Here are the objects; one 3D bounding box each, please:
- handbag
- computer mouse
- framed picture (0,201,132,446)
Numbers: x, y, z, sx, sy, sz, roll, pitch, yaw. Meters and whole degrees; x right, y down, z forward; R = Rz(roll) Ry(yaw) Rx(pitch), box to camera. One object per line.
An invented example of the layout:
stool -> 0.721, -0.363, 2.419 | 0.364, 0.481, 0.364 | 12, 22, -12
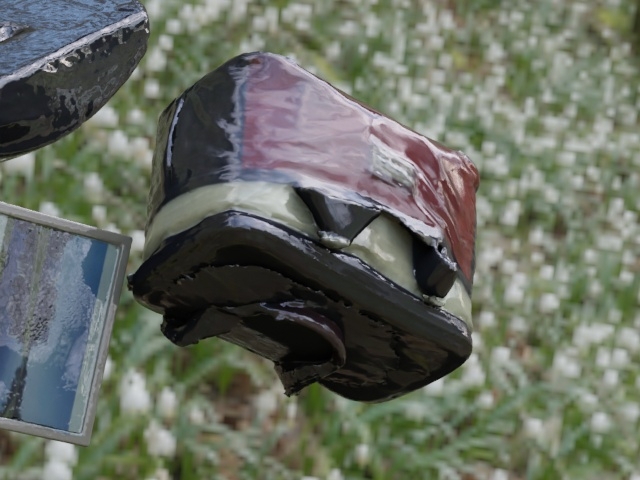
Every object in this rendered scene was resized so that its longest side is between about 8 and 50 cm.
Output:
handbag -> 0.000, 0.000, 1.245 | 0.254, 0.181, 0.181 | 27, -38, -32
computer mouse -> -0.237, -0.113, 1.308 | 0.137, 0.086, 0.269 | 17, 34, 29
framed picture -> -0.191, 0.056, 1.191 | 0.109, 0.149, 0.011 | 15, -10, -28
